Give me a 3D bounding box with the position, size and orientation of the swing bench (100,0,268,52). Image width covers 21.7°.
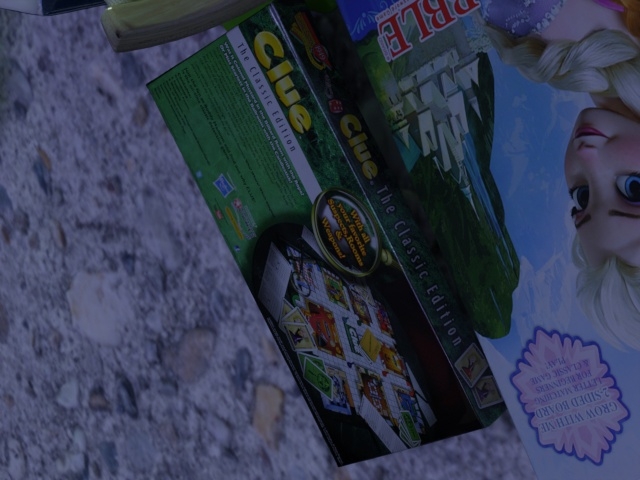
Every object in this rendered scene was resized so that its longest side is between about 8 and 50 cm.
[{"bbox_3d":[-0.072,-0.270,0.761,0.254,0.165,0.253,97,149,-64],"label":"swing bench"}]

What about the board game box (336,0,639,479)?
[{"bbox_3d":[0.166,-0.064,0.742,0.319,0.066,0.318,-28,84,49],"label":"board game box"}]

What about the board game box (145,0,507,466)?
[{"bbox_3d":[0.000,0.000,0.958,0.136,0.030,0.259,-23,94,52],"label":"board game box"}]

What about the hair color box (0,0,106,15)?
[{"bbox_3d":[-0.192,-0.321,1.004,0.174,0.105,0.347,16,116,44],"label":"hair color box"}]

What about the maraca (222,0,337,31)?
[{"bbox_3d":[-0.067,-0.187,0.932,0.185,0.099,0.127,46,144,-12],"label":"maraca"}]
